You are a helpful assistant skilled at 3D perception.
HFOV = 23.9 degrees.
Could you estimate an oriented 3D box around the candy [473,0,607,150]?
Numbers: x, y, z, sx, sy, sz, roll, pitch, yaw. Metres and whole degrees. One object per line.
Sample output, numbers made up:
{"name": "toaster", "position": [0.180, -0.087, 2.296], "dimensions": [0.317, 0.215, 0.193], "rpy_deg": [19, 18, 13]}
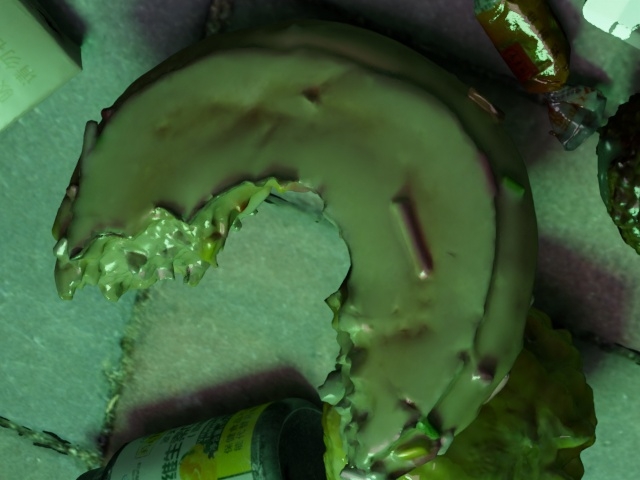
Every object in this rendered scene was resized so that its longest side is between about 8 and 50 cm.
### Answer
{"name": "candy", "position": [0.157, -0.150, 1.132], "dimensions": [0.053, 0.046, 0.182], "rpy_deg": [-20, 115, 37]}

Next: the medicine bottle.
{"name": "medicine bottle", "position": [-0.121, 0.255, 1.524], "dimensions": [0.293, 0.141, 0.141], "rpy_deg": [-19, 120, 33]}

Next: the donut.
{"name": "donut", "position": [-0.003, -0.010, 1.160], "dimensions": [0.371, 0.307, 0.150], "rpy_deg": [32, 178, 15]}

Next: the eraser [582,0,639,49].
{"name": "eraser", "position": [0.237, -0.189, 1.079], "dimensions": [0.065, 0.026, 0.105], "rpy_deg": [28, 134, 0]}

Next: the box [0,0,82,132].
{"name": "box", "position": [-0.402, -0.114, 1.255], "dimensions": [0.365, 0.051, 0.204], "rpy_deg": [-35, 121, 11]}

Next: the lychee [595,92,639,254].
{"name": "lychee", "position": [0.285, -0.050, 1.097], "dimensions": [0.171, 0.171, 0.171], "rpy_deg": [11, 132, 12]}

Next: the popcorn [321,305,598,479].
{"name": "popcorn", "position": [0.119, 0.162, 1.291], "dimensions": [0.249, 0.249, 0.225], "rpy_deg": [14, 167, 10]}
